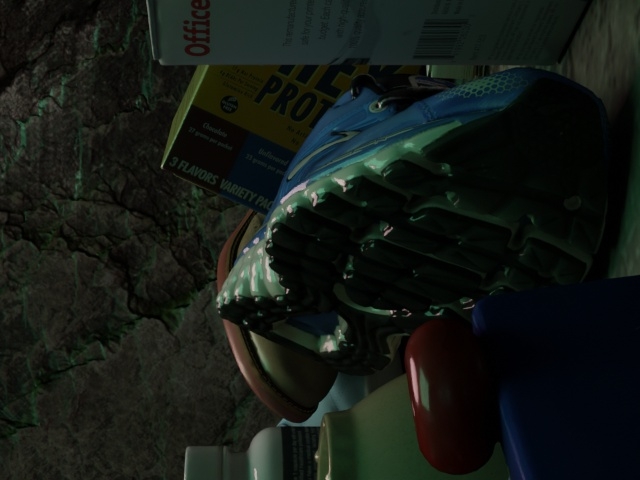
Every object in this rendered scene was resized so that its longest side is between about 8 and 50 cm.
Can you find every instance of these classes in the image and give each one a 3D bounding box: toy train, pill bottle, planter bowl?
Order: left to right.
[{"bbox_3d":[-0.001,0.178,0.914,0.108,0.180,0.107,-179,90,-86],"label":"pill bottle"},{"bbox_3d":[0.053,0.133,0.671,0.162,0.109,0.162,-178,90,-86],"label":"planter bowl"},{"bbox_3d":[0.088,0.121,0.309,0.248,0.105,0.143,-97,-1,-63],"label":"toy train"}]

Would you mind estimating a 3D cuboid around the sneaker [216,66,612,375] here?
[{"bbox_3d":[0.039,-0.031,0.671,0.330,0.130,0.147,-28,40,68],"label":"sneaker"}]

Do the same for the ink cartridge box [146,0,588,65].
[{"bbox_3d":[0.022,-0.138,0.587,0.139,0.191,0.082,103,167,-70],"label":"ink cartridge box"}]

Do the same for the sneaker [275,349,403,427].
[{"bbox_3d":[-0.004,0.181,1.172,0.366,0.150,0.135,-94,7,-50],"label":"sneaker"}]

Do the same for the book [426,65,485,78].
[{"bbox_3d":[0.085,-0.182,0.845,0.096,0.035,0.144,-91,3,-69],"label":"book"}]

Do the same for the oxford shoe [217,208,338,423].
[{"bbox_3d":[0.000,0.000,1.184,0.130,0.123,0.348,-32,35,30],"label":"oxford shoe"}]

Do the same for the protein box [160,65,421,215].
[{"bbox_3d":[-0.014,-0.134,1.020,0.200,0.136,0.201,-104,39,-75],"label":"protein box"}]
